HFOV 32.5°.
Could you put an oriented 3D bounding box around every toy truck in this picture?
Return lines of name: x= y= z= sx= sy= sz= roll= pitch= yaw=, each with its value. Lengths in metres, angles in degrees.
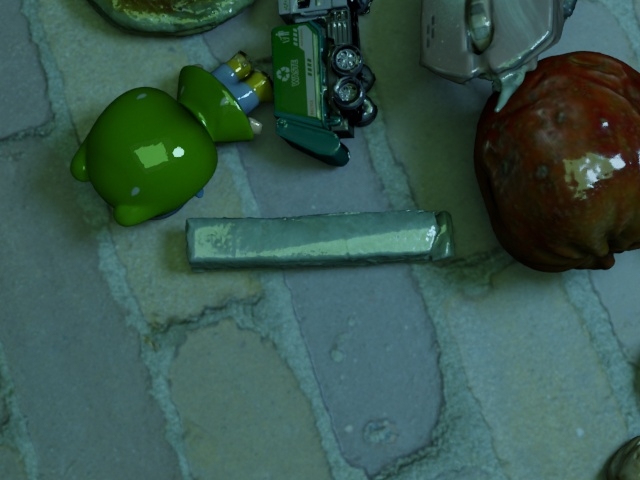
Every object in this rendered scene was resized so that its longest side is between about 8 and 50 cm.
toy truck: x=0.005 y=-0.222 z=1.369 sx=0.124 sy=0.114 sz=0.253 roll=-6 pitch=83 yaw=10

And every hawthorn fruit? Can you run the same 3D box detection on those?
hawthorn fruit: x=0.302 y=-0.091 z=1.278 sx=0.258 sy=0.258 sz=0.262 roll=12 pitch=78 yaw=1

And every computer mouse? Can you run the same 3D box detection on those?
computer mouse: x=0.200 y=-0.296 z=1.290 sx=0.199 sy=0.115 sz=0.389 roll=-13 pitch=42 yaw=28

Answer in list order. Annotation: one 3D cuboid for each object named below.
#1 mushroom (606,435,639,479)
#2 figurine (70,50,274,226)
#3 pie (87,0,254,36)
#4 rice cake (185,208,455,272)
mushroom: x=0.452 y=0.301 z=1.313 sx=0.212 sy=0.088 sz=0.097 roll=20 pitch=74 yaw=9
figurine: x=-0.175 y=-0.132 z=1.347 sx=0.263 sy=0.143 sz=0.162 roll=-41 pitch=81 yaw=-16
pie: x=-0.191 y=-0.400 z=1.410 sx=0.302 sy=0.067 sz=0.303 roll=0 pitch=83 yaw=1
rice cake: x=0.000 y=0.000 z=1.362 sx=0.336 sy=0.063 sz=0.066 roll=-2 pitch=79 yaw=0
